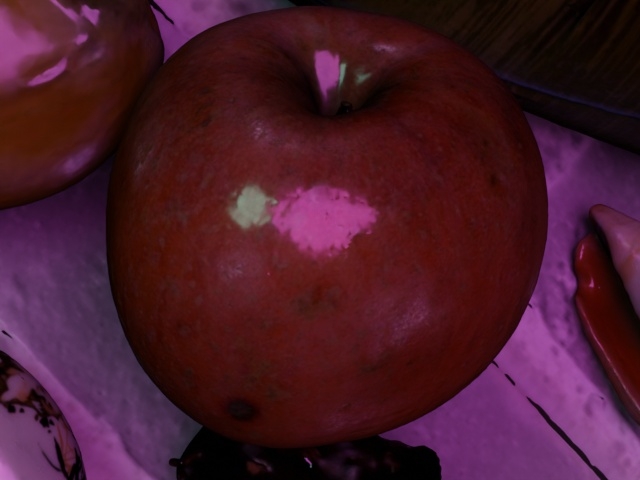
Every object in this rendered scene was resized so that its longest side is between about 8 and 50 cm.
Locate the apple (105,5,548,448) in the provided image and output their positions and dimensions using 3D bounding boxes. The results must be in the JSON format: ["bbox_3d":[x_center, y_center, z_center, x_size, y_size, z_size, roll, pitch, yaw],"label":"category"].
[{"bbox_3d":[0.000,0.000,0.919,0.253,0.253,0.254,1,84,-14],"label":"apple"}]

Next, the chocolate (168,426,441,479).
[{"bbox_3d":[-0.020,0.150,0.984,0.133,0.156,0.156,34,76,20],"label":"chocolate"}]

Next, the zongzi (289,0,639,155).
[{"bbox_3d":[0.184,-0.191,0.899,0.403,0.432,0.208,19,75,-9],"label":"zongzi"}]

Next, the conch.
[{"bbox_3d":[0.225,0.058,1.056,0.176,0.104,0.094,38,49,-3],"label":"conch"}]

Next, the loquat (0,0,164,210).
[{"bbox_3d":[-0.201,-0.102,0.927,0.227,0.179,0.179,-19,89,-8],"label":"loquat"}]

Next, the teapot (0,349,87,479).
[{"bbox_3d":[-0.245,0.138,0.905,0.208,0.166,0.299,-46,106,-2],"label":"teapot"}]
